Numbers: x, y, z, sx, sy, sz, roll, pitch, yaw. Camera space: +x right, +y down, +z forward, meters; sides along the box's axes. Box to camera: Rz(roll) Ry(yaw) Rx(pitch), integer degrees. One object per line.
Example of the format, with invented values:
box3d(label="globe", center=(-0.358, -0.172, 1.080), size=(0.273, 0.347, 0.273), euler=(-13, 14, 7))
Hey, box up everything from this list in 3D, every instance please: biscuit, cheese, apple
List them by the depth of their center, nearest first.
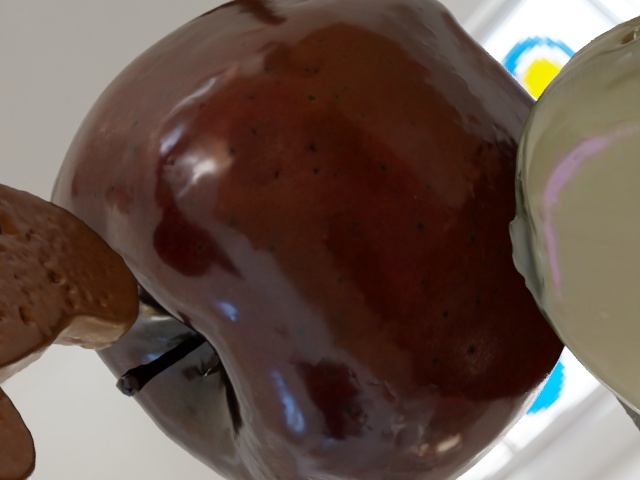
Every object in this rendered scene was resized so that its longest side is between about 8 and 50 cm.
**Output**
box3d(label="cheese", center=(0.156, 0.005, 0.504), size=(0.064, 0.227, 0.137), euler=(-36, -57, -39))
box3d(label="biscuit", center=(-0.156, 0.022, 0.616), size=(0.165, 0.036, 0.250), euler=(41, -155, -4))
box3d(label="apple", center=(-0.001, -0.001, 0.829), size=(0.234, 0.234, 0.234), euler=(19, -134, -21))

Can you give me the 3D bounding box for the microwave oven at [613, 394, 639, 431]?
box3d(label="microwave oven", center=(0.342, 0.043, 0.760), size=(0.236, 0.374, 0.432), euler=(27, -170, -13))
